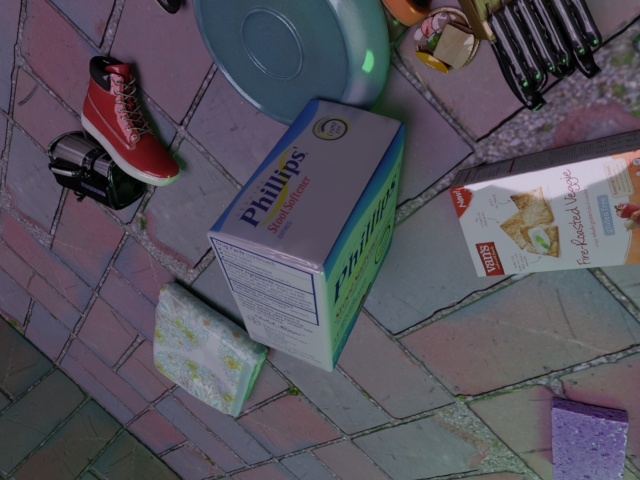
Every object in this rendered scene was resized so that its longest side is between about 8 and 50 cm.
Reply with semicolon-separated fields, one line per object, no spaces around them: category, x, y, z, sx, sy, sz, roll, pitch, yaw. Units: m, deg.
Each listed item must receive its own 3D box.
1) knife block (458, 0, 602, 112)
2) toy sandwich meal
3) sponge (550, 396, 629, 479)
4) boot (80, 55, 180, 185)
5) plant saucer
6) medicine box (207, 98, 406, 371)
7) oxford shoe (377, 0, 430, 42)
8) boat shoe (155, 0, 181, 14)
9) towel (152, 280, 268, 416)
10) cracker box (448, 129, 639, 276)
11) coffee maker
knife block;0.197;-0.283;0.491;0.088;0.242;0.275;-28;61;20
toy sandwich meal;0.158;-0.253;0.574;0.086;0.029;0.085;16;129;21
sponge;0.494;0.383;0.832;0.117;0.031;0.210;1;122;30
boot;-0.359;-0.233;0.867;0.244;0.088;0.176;41;132;3
plant saucer;-0.058;-0.276;0.617;0.318;0.043;0.317;26;150;16
medicine box;0.000;0.000;0.649;0.149;0.263;0.289;20;147;17
oxford shoe;0.015;-0.358;0.543;0.098;0.097;0.271;-26;106;47
boat shoe;-0.244;-0.419;0.683;0.042;0.049;0.133;7;121;37
towel;-0.321;0.318;1.239;0.321;0.090;0.374;31;133;7
cracker box;0.313;-0.039;0.610;0.232;0.067;0.155;-10;116;36
coffee maker;-0.488;-0.142;1.004;0.178;0.120;0.171;24;154;16
